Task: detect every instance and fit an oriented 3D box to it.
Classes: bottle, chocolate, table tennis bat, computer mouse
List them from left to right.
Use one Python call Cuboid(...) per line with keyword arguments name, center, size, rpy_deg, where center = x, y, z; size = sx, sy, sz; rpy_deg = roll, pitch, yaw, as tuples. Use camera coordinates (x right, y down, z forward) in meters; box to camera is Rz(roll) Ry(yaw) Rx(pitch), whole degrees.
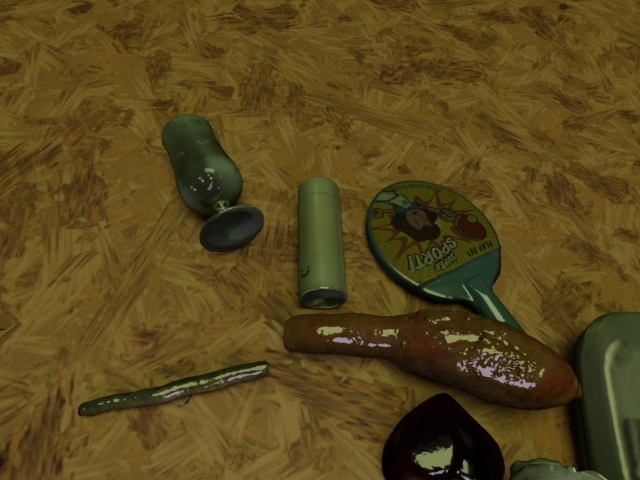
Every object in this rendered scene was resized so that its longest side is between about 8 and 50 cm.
Cuboid(name="bottle", center=(0.000, 0.000, 0.655), size=(0.072, 0.072, 0.201), rpy_deg=(1, 57, -6))
Cuboid(name="table tennis bat", center=(0.205, 0.025, 0.685), size=(0.215, 0.044, 0.329), rpy_deg=(-20, 60, -20))
Cuboid(name="chocolate", center=(0.158, 0.247, 0.510), size=(0.149, 0.080, 0.125), rpy_deg=(14, 57, 4))
Cuboid(name="computer mouse", center=(0.428, 0.250, 0.534), size=(0.197, 0.095, 0.330), rpy_deg=(6, 65, 10))

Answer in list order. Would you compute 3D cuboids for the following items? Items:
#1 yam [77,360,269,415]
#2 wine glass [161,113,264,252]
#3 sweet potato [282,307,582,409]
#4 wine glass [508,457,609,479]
Cuboid(name="yam", center=(-0.181, 0.191, 0.540), size=(0.234, 0.029, 0.027), rpy_deg=(-10, 32, -11))
Cuboid(name="wine glass", center=(-0.179, -0.100, 0.680), size=(0.103, 0.103, 0.231), rpy_deg=(-19, 59, -18))
Cuboid(name="sweet potato", center=(0.145, 0.141, 0.567), size=(0.385, 0.109, 0.109), rpy_deg=(12, 56, 9))
Cuboid(name="wine glass", center=(0.208, 0.339, 0.383), size=(0.156, 0.156, 0.232), rpy_deg=(41, 46, 18))
